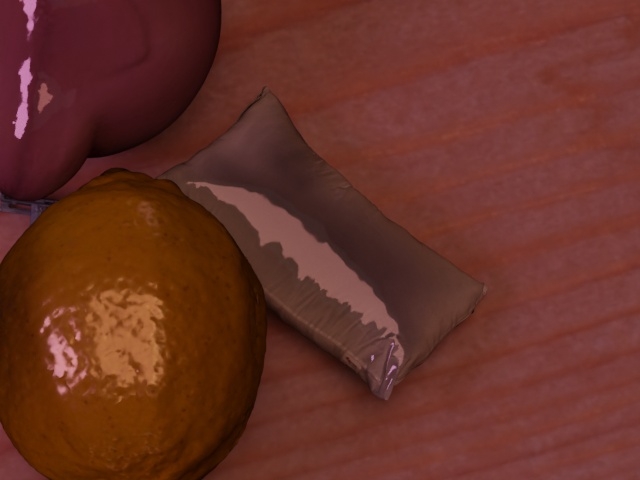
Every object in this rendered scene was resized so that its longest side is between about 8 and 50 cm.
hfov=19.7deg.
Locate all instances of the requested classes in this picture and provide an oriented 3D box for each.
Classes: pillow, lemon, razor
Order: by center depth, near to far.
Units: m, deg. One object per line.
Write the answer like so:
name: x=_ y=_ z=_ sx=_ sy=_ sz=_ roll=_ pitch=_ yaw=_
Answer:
lemon: x=-0.140 y=0.071 z=1.328 sx=0.204 sy=0.204 sz=0.260 roll=-2 pitch=73 yaw=-8
razor: x=-0.223 y=0.033 z=1.417 sx=0.068 sy=0.040 sz=0.135 roll=7 pitch=81 yaw=-5
pillow: x=0.000 y=-0.001 z=1.433 sx=0.254 sy=0.078 sz=0.144 roll=41 pitch=64 yaw=4

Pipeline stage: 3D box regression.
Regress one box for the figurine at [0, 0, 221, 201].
figurine: x=-0.179 y=-0.185 z=1.371 sx=0.211 sy=0.270 sz=0.261 roll=-13 pitch=116 yaw=-27
